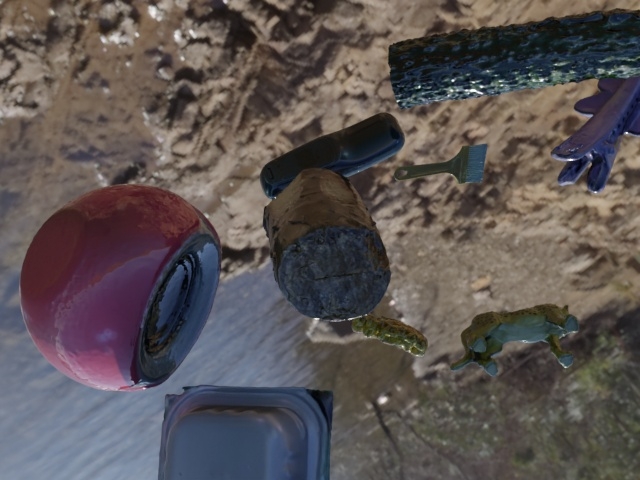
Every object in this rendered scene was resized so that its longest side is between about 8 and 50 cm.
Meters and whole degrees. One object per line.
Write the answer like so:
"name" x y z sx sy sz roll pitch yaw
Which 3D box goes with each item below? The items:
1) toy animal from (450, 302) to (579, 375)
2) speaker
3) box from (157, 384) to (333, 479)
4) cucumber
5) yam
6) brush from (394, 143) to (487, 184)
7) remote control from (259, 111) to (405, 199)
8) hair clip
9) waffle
"toy animal" 0.257 0.126 1.078 0.181 0.073 0.136 -13 -167 6
"speaker" -0.267 0.067 1.131 0.294 0.294 0.294 -32 160 -13
"box" -0.123 0.366 1.106 0.264 0.336 0.106 -2 166 12
"cucumber" 0.265 -0.234 1.008 0.359 0.096 0.096 -5 172 23
"yam" 0.002 0.001 0.954 0.128 0.238 0.129 10 110 -11
"brush" 0.236 -0.142 1.578 0.205 0.011 0.083 -9 121 -20
"remote control" 0.015 -0.122 1.169 0.222 0.072 0.042 -23 152 2
"hair clip" 0.406 -0.170 1.124 0.278 0.137 0.090 -44 129 -24
"waffle" 0.141 0.177 1.568 0.051 0.149 0.194 -65 170 3
